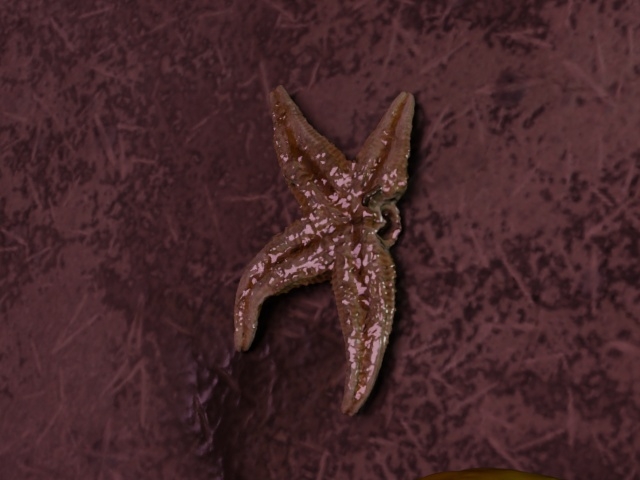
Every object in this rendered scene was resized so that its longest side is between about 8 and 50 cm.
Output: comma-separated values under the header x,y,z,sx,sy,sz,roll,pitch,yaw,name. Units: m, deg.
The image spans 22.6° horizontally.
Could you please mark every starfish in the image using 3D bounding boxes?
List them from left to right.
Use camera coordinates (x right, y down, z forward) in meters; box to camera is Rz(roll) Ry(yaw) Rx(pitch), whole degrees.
x,y,z,sx,sy,sz,roll,pitch,yaw,name
-0.002,-0.001,1.151,0.138,0.050,0.247,0,71,34,starfish

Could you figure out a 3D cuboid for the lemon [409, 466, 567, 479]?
x,y,z,sx,sy,sz,roll,pitch,yaw,name
0.101,0.268,0.857,0.297,0.297,0.297,-10,69,29,lemon
